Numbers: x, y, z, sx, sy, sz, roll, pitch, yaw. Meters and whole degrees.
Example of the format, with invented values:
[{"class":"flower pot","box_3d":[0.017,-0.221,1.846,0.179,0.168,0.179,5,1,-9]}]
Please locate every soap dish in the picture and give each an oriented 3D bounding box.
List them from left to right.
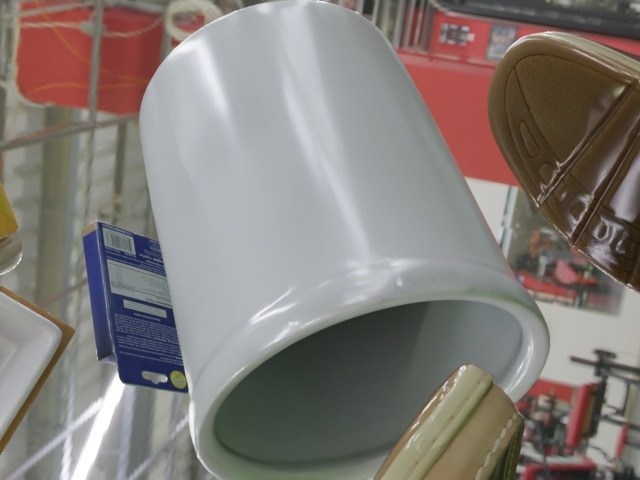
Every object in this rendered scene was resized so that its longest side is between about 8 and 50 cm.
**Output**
[{"class":"soap dish","box_3d":[-0.505,0.188,1.272,0.291,0.229,0.118,-62,15,-18]}]

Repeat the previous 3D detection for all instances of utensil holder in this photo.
[{"class":"utensil holder","box_3d":[0.000,0.000,0.950,0.328,0.327,0.386,86,168,-52]}]

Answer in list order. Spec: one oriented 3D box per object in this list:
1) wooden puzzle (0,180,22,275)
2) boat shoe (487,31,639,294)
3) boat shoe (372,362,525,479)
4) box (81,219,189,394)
[{"class":"wooden puzzle","box_3d":[-0.381,-0.063,0.990,0.221,0.044,0.239,-73,-30,-78]},{"class":"boat shoe","box_3d":[0.260,-0.023,0.569,0.123,0.342,0.123,-36,-28,-44]},{"class":"boat shoe","box_3d":[0.077,0.211,0.526,0.121,0.110,0.341,-39,-35,-40]},{"class":"box","box_3d":[-0.243,0.094,1.252,0.136,0.036,0.225,24,-135,-53]}]
